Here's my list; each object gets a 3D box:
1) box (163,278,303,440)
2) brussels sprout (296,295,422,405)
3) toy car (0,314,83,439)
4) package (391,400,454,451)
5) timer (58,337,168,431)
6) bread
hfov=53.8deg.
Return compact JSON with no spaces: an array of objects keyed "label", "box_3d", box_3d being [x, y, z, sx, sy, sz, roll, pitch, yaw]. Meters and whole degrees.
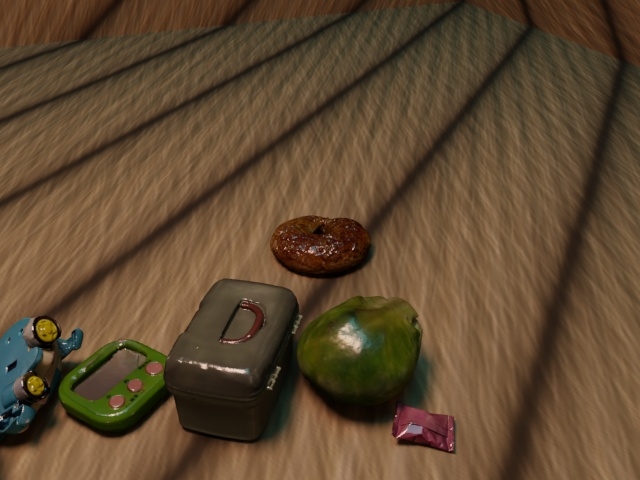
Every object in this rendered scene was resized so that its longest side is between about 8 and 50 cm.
[{"label":"box","box_3d":[-0.114,0.159,0.874,0.148,0.129,0.210,7,33,12]},{"label":"brussels sprout","box_3d":[0.060,0.153,0.881,0.181,0.144,0.161,-26,5,-16]},{"label":"toy car","box_3d":[-0.390,0.190,0.865,0.126,0.098,0.161,-33,52,24]},{"label":"package","box_3d":[0.137,0.246,0.835,0.083,0.029,0.059,13,38,4]},{"label":"timer","box_3d":[-0.283,0.201,0.884,0.128,0.047,0.140,19,37,24]},{"label":"bread","box_3d":[0.000,0.000,1.182,0.193,0.064,0.193,0,30,0]}]
